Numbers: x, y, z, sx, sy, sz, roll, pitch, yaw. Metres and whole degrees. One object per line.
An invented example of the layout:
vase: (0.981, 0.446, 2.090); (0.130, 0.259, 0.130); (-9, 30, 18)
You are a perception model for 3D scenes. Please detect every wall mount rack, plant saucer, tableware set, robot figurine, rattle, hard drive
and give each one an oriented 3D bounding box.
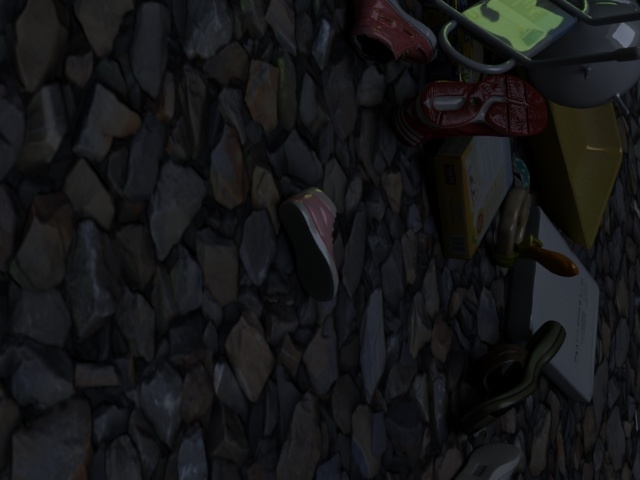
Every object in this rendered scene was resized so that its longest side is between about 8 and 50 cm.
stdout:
wall mount rack: (0.333, -0.321, 1.851); (0.350, 0.304, 0.130); (-37, 156, -45)
plant saucer: (0.443, -0.203, 2.383); (0.333, 0.081, 0.333); (-59, 137, -48)
tableware set: (0.239, -0.313, 2.056); (0.128, 0.039, 0.194); (74, 34, -46)
robot figurine: (0.405, -0.354, 2.136); (0.300, 0.200, 0.353); (17, 43, -33)
rattle: (0.354, -0.042, 2.130); (0.200, 0.142, 0.130); (-57, 136, -47)
hard drive: (0.408, 0.118, 2.314); (0.353, 0.047, 0.233); (42, 51, -54)

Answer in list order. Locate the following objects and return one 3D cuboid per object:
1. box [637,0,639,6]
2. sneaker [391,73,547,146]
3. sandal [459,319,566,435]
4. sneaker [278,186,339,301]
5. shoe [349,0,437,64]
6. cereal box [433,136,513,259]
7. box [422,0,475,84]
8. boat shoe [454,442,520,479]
box: (0.660, -0.585, 2.610); (0.212, 0.293, 0.395); (-42, 123, -57)
sneaker: (0.195, -0.175, 1.834); (0.221, 0.128, 0.087); (5, 80, -32)
sandal: (0.275, 0.197, 2.012); (0.086, 0.120, 0.303); (47, 37, 1)
sneaker: (0.000, 0.000, 1.549); (0.070, 0.051, 0.134); (-45, 121, -49)
shoe: (0.094, -0.259, 1.753); (0.178, 0.063, 0.081); (37, 56, -49)
cereal box: (0.231, -0.105, 1.984); (0.240, 0.047, 0.173); (-54, 142, -52)
box: (0.186, -0.295, 1.933); (0.059, 0.054, 0.169); (-2, 89, -62)
boat shoe: (0.245, 0.357, 1.963); (0.184, 0.066, 0.063); (-38, 134, -60)
